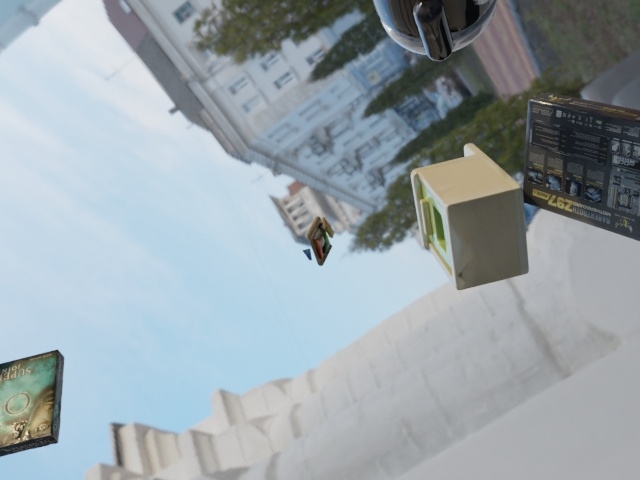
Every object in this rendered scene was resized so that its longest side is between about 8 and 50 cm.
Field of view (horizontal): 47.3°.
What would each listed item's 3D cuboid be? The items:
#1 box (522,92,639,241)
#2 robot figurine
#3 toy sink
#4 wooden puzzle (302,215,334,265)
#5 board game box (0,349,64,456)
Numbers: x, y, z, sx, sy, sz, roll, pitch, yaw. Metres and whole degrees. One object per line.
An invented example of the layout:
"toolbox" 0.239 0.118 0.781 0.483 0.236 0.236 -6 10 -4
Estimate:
"box" 0.426 -0.117 1.130 0.232 0.059 0.184 26 129 46
"robot figurine" 0.143 -0.364 0.940 0.173 0.209 0.278 36 171 28
"toy sink" 0.233 -0.047 1.207 0.234 0.131 0.153 -109 6 -63
"wooden puzzle" 0.000 0.000 1.363 0.079 0.014 0.116 61 -145 -35
"board game box" -0.421 0.217 0.926 0.026 0.186 0.126 75 -179 -50
